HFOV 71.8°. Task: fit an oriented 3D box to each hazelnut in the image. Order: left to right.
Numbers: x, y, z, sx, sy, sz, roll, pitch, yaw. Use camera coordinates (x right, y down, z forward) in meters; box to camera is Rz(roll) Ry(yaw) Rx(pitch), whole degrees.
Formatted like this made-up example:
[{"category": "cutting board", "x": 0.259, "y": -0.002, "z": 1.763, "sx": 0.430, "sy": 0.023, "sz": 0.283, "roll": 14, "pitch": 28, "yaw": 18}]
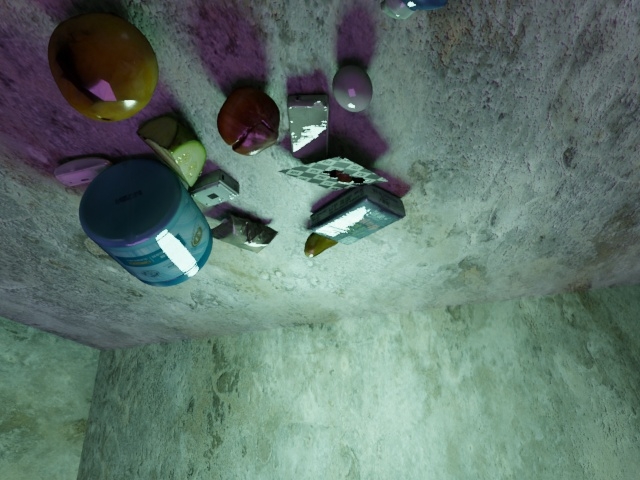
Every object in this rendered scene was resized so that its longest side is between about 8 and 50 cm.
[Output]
[{"category": "hazelnut", "x": -0.193, "y": -0.324, "z": 1.217, "sx": 0.182, "sy": 0.182, "sz": 0.182, "roll": -2, "pitch": 152, "yaw": -1}]

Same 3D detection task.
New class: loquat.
[{"category": "loquat", "x": -0.483, "y": -0.389, "z": 0.994, "sx": 0.235, "sy": 0.234, "sz": 0.235, "roll": -2, "pitch": 152, "yaw": -1}]

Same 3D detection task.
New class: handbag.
[{"category": "handbag", "x": -0.309, "y": -0.029, "z": 1.814, "sx": 0.271, "sy": 0.117, "sz": 0.183, "roll": 25, "pitch": 133, "yaw": -40}]

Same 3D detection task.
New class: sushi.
[{"category": "sushi", "x": 0.052, "y": -0.239, "z": 1.486, "sx": 0.264, "sy": 0.050, "sz": 0.290, "roll": -6, "pitch": 168, "yaw": 40}]

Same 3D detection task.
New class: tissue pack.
[{"category": "tissue pack", "x": 0.141, "y": -0.093, "z": 1.745, "sx": 0.228, "sy": 0.103, "sz": 0.316, "roll": 20, "pitch": 145, "yaw": -38}]

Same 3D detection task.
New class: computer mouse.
[{"category": "computer mouse", "x": -0.765, "y": -0.229, "z": 1.451, "sx": 0.199, "sy": 0.044, "sz": 0.102, "roll": -13, "pitch": 158, "yaw": 5}]

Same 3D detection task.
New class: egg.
[{"category": "egg", "x": 0.085, "y": -0.398, "z": 1.163, "sx": 0.103, "sy": 0.103, "sz": 0.135, "roll": -13, "pitch": 152, "yaw": 18}]

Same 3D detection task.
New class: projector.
[{"category": "projector", "x": -0.379, "y": -0.180, "z": 1.573, "sx": 0.147, "sy": 0.061, "sz": 0.115, "roll": -16, "pitch": 151, "yaw": 25}]

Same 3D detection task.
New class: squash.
[{"category": "squash", "x": -0.402, "y": -0.255, "z": 1.359, "sx": 0.203, "sy": 0.111, "sz": 0.288, "roll": 28, "pitch": 165, "yaw": 34}]

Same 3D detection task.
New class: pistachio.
[{"category": "pistachio", "x": 0.000, "y": -0.001, "z": 1.907, "sx": 0.189, "sy": 0.100, "sz": 0.110, "roll": -32, "pitch": -171, "yaw": -15}]

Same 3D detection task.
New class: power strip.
[{"category": "power strip", "x": -0.035, "y": -0.336, "z": 1.329, "sx": 0.118, "sy": 0.046, "sz": 0.270, "roll": 0, "pitch": 153, "yaw": 0}]

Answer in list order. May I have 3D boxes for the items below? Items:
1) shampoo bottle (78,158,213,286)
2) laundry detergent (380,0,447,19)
[{"category": "shampoo bottle", "x": -0.573, "y": -0.055, "z": 1.497, "sx": 0.332, "sy": 0.330, "sz": 0.342, "roll": -4, "pitch": 153, "yaw": 2}, {"category": "laundry detergent", "x": 0.248, "y": -0.563, "z": 0.895, "sx": 0.144, "sy": 0.094, "sz": 0.290, "roll": 12, "pitch": 152, "yaw": -38}]
